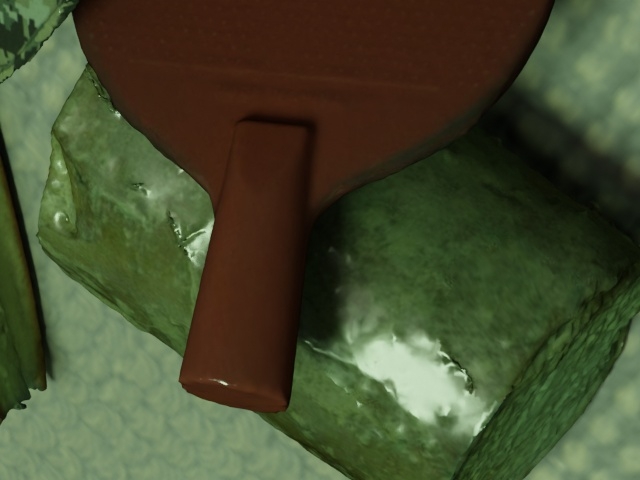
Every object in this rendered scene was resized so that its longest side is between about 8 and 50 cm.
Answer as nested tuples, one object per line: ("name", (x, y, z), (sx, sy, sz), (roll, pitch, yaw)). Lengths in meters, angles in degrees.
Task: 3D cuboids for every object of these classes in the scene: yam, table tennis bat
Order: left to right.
("table tennis bat", (-0.009, -0.088, 0.665), (0.200, 0.038, 0.310), (6, 72, 9))
("yam", (0.000, 0.000, 0.739), (0.268, 0.161, 0.161), (35, 122, 11))

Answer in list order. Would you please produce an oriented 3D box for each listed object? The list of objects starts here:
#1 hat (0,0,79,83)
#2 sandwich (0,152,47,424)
("hat", (-0.162, -0.192, 0.695), (0.128, 0.266, 0.265), (24, 130, -29))
("sandwich", (-0.218, -0.027, 0.887), (0.096, 0.094, 0.258), (-2, 109, 29))
